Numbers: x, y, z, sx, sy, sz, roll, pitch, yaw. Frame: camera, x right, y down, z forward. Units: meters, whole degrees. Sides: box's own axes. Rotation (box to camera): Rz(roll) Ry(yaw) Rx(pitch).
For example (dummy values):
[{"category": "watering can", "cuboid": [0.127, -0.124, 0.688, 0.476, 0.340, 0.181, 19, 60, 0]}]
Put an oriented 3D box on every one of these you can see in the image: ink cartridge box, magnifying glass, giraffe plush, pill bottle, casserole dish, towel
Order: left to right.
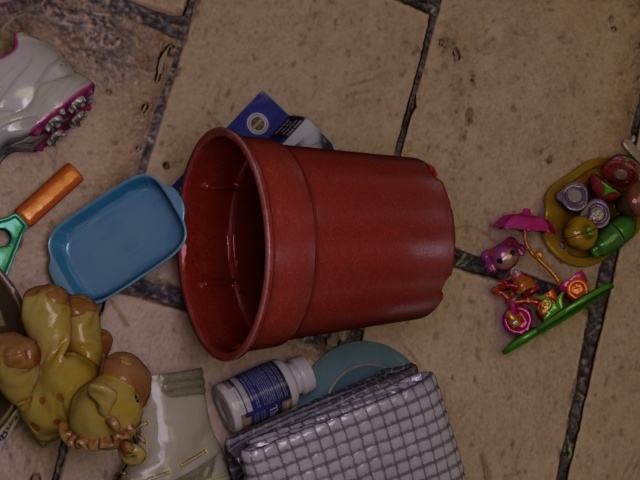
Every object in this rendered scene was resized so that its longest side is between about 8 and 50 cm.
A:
[{"category": "magnifying glass", "cuboid": [-0.380, -0.009, 1.860, 0.092, 0.026, 0.231, 48, 69, -7]}, {"category": "giraffe plush", "cuboid": [-0.271, 0.171, 1.760, 0.181, 0.170, 0.210, 32, 74, -55]}, {"category": "casserole dish", "cuboid": [-0.243, 0.000, 1.863, 0.188, 0.037, 0.114, -33, 78, 7]}, {"category": "pill bottle", "cuboid": [-0.068, 0.188, 1.917, 0.120, 0.067, 0.067, -22, 90, -21]}, {"category": "ink cartridge box", "cuboid": [-0.058, -0.047, 1.967, 0.224, 0.045, 0.223, 44, 71, -8]}, {"category": "towel", "cuboid": [0.035, 0.305, 1.892, 0.283, 0.121, 0.235, -20, 105, -19]}]

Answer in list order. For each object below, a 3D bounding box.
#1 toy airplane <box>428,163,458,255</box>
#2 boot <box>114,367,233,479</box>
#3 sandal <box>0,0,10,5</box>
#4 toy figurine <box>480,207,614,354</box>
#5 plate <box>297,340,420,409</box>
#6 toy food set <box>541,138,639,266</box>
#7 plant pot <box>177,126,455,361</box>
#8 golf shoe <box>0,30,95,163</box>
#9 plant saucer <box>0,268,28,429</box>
[{"category": "toy airplane", "cuboid": [0.129, -0.023, 2.020, 0.151, 0.028, 0.151, -2, 93, -39]}, {"category": "boot", "cuboid": [-0.220, 0.247, 1.849, 0.213, 0.077, 0.165, -12, 87, -28]}, {"category": "sandal", "cuboid": [-0.454, -0.311, 1.860, 0.265, 0.076, 0.102, -17, 72, -1]}, {"category": "toy figurine", "cuboid": [0.277, 0.042, 2.057, 0.173, 0.130, 0.159, -33, 79, 3]}, {"category": "plate", "cuboid": [0.062, 0.223, 1.981, 0.188, 0.024, 0.188, 3, 81, -18]}, {"category": "toy food set", "cuboid": [0.404, -0.055, 2.118, 0.218, 0.071, 0.128, -35, 94, -21]}, {"category": "plant pot", "cuboid": [0.000, 0.000, 1.830, 0.265, 0.272, 0.272, -2, 83, -27]}, {"category": "golf shoe", "cuboid": [-0.420, -0.135, 1.831, 0.306, 0.115, 0.140, -38, 85, -27]}, {"category": "plant saucer", "cuboid": [-0.476, 0.128, 1.783, 0.277, 0.041, 0.278, 1, 88, -19]}]
